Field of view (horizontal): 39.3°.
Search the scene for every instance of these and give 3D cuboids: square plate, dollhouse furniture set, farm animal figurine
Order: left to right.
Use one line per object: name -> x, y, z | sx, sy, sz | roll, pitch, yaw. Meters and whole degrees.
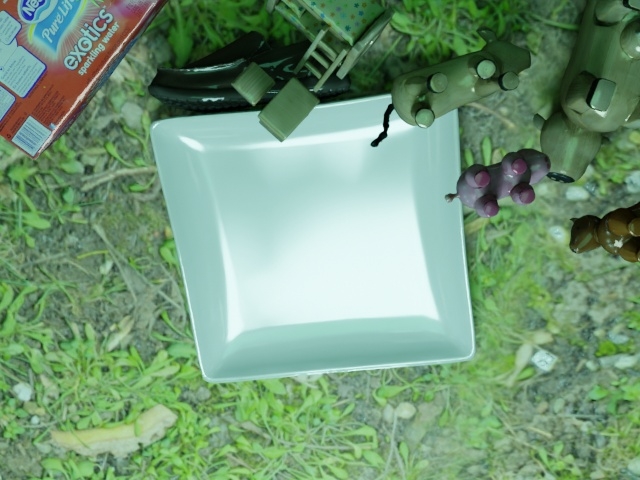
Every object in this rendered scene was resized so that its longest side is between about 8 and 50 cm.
dollhouse furniture set -> -0.051, -0.220, 0.893 | 0.182, 0.101, 0.161 | 41, 78, -3
square plate -> 0.000, 0.000, 1.065 | 0.344, 0.049, 0.347 | -6, 113, 6
farm animal figurine -> 0.262, -0.148, 0.930 | 0.330, 0.172, 0.327 | 34, 96, -12

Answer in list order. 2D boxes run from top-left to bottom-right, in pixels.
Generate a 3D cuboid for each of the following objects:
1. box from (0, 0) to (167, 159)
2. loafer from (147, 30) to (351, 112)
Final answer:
box -> -0.263, -0.229, 0.941 | 0.128, 0.122, 0.257 | 39, 110, -13
loafer -> -0.079, -0.188, 0.983 | 0.220, 0.080, 0.078 | -5, 90, -5
